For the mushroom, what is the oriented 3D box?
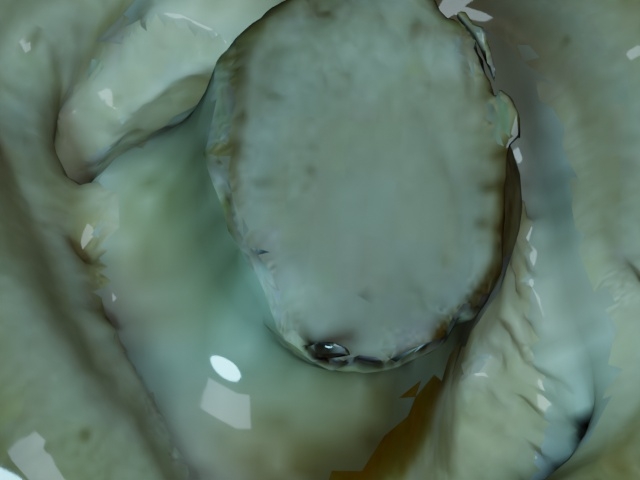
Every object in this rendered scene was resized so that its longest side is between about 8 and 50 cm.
[{"bbox_3d":[0.000,0.000,0.502,0.278,0.146,0.278,7,64,-16],"label":"mushroom"}]
